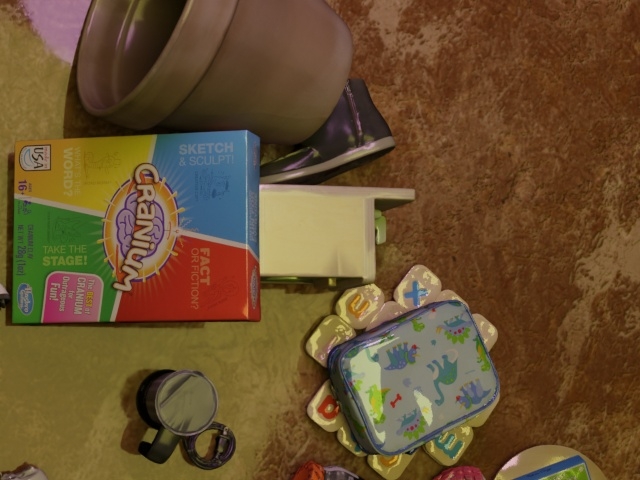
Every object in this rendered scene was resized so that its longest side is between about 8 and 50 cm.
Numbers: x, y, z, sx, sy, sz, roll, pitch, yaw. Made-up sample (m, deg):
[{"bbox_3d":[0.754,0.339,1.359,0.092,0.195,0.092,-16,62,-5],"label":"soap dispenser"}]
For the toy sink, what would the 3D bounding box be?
[{"bbox_3d":[0.000,0.000,1.783,0.234,0.153,0.131,1,85,-19],"label":"toy sink"}]

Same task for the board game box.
[{"bbox_3d":[-0.236,-0.014,1.676,0.316,0.064,0.242,-2,84,12],"label":"board game box"}]

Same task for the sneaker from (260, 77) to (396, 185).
[{"bbox_3d":[-0.014,-0.145,1.840,0.222,0.083,0.118,-21,81,-21],"label":"sneaker"}]

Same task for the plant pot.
[{"bbox_3d":[-0.123,-0.262,1.714,0.280,0.323,0.323,22,78,-33],"label":"plant pot"}]

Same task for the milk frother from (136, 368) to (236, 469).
[{"bbox_3d":[-0.163,0.236,1.715,0.143,0.134,0.129,9,83,-17],"label":"milk frother"}]

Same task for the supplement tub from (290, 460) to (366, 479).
[{"bbox_3d":[0.045,0.383,1.778,0.190,0.117,0.117,31,76,-13],"label":"supplement tub"}]

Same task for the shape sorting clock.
[{"bbox_3d":[0.336,0.403,1.911,0.206,0.040,0.206,1,85,-14],"label":"shape sorting clock"}]

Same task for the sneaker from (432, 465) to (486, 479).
[{"bbox_3d":[0.203,0.468,1.835,0.112,0.120,0.299,24,61,-53],"label":"sneaker"}]

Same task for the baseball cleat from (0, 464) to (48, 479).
[{"bbox_3d":[-0.431,0.367,1.649,0.205,0.072,0.110,-24,99,-15],"label":"baseball cleat"}]

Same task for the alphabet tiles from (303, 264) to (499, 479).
[{"bbox_3d":[0.119,0.188,1.872,0.284,0.021,0.278,40,74,-11],"label":"alphabet tiles"}]

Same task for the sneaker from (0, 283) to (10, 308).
[{"bbox_3d":[-0.519,0.062,1.650,0.234,0.078,0.106,-15,79,-16],"label":"sneaker"}]

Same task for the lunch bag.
[{"bbox_3d":[0.129,0.194,1.816,0.219,0.090,0.176,-25,91,-19],"label":"lunch bag"}]
